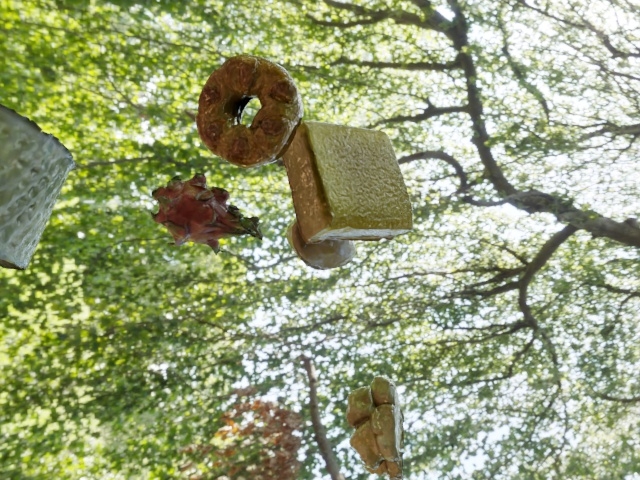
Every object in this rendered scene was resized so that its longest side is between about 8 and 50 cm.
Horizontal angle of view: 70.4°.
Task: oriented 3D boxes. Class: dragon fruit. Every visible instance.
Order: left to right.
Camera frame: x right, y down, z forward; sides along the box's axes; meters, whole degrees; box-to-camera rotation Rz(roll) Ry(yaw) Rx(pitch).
[{"bbox_3d":[-0.223,-0.043,0.902,0.137,0.235,0.135,117,-6,-60],"label":"dragon fruit"}]

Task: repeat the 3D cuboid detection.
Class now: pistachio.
[{"bbox_3d":[0.000,0.000,1.405,0.162,0.293,0.182,-8,-111,28],"label":"pistachio"}]

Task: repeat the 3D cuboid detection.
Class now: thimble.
[{"bbox_3d":[-0.436,-0.074,0.505,0.270,0.270,0.150,-9,-118,54],"label":"thimble"}]

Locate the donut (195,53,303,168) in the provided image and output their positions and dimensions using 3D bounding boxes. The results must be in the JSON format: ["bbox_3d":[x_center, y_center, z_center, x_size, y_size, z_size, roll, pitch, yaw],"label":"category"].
[{"bbox_3d":[-0.143,-0.260,0.924,0.226,0.114,0.227,1,-86,13],"label":"donut"}]

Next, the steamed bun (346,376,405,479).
[{"bbox_3d":[0.113,0.378,0.928,0.178,0.106,0.192,70,21,-47],"label":"steamed bun"}]

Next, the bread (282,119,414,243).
[{"bbox_3d":[0.072,-0.157,1.230,0.143,0.332,0.324,-34,-118,50],"label":"bread"}]
